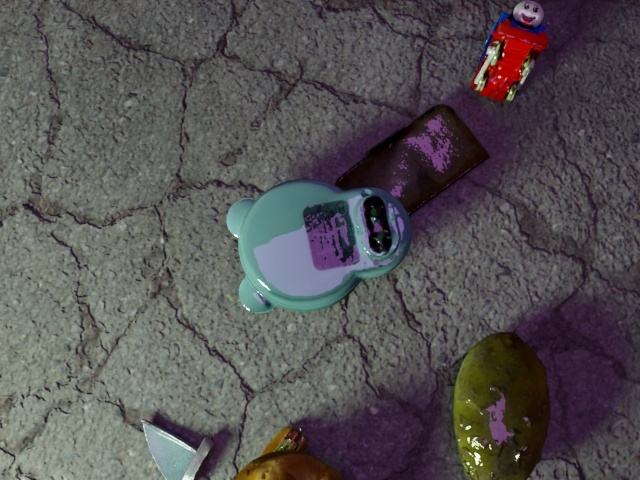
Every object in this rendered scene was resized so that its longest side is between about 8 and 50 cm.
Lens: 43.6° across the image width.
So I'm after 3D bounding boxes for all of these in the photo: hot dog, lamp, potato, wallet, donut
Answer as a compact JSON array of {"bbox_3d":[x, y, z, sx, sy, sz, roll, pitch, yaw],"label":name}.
[{"bbox_3d":[-0.070,0.349,1.251,0.056,0.041,0.133,38,80,7],"label":"hot dog"},{"bbox_3d":[0.002,0.002,1.266,0.284,0.147,0.209,-14,81,16],"label":"lamp"},{"bbox_3d":[0.279,0.258,1.237,0.149,0.113,0.251,11,80,5],"label":"potato"},{"bbox_3d":[0.151,-0.122,1.356,0.255,0.031,0.137,-36,80,-8],"label":"wallet"},{"bbox_3d":[-0.046,0.419,1.171,0.226,0.114,0.226,1,88,-24],"label":"donut"}]

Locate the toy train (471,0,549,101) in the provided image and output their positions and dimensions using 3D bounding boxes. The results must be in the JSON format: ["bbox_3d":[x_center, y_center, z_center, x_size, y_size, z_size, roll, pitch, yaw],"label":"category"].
[{"bbox_3d":[0.311,-0.311,1.310,0.083,0.204,0.131,20,74,3],"label":"toy train"}]

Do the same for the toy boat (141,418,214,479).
[{"bbox_3d":[-0.238,0.332,1.264,0.122,0.034,0.096,25,79,13],"label":"toy boat"}]
